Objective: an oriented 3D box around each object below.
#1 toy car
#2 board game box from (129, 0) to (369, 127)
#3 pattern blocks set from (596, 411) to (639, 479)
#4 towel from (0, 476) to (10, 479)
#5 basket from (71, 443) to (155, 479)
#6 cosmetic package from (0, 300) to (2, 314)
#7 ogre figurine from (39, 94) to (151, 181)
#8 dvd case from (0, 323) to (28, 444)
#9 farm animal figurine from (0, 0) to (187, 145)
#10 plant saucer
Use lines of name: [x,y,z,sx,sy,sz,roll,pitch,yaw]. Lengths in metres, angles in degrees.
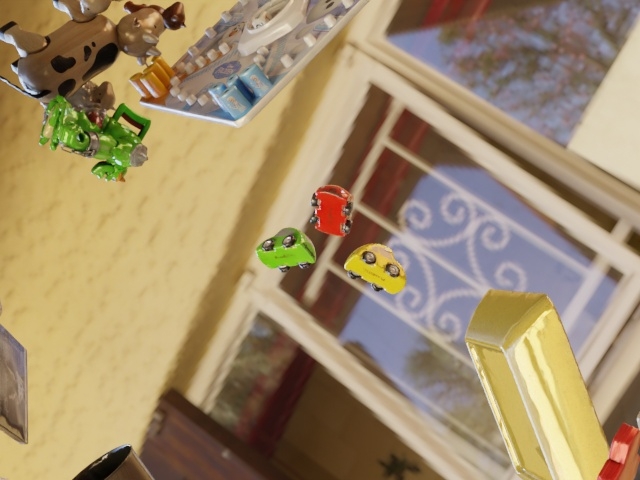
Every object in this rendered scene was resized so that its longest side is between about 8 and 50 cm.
toy car: [0.000,0.000,2.042,0.239,0.225,0.053,53,-136,-35]
board game box: [-0.074,-0.330,1.907,0.390,0.390,0.050,-47,-64,-13]
pattern blocks set: [0.388,0.158,1.413,0.325,0.026,0.285,-63,-29,-12]
towel: [-0.533,0.378,1.793,0.197,0.029,0.144,-41,-22,8]
basket: [-0.328,0.495,2.315,0.154,0.227,0.204,-44,12,-33]
cosmetic package: [-0.632,-0.013,1.667,0.329,0.394,0.327,-15,-9,-24]
ogre figurine: [-0.278,-0.131,1.641,0.197,0.118,0.097,-10,63,67]
dvd case: [-0.506,0.232,2.131,0.221,0.018,0.165,85,179,-72]
farm animal figurine: [-0.329,-0.322,1.945,0.327,0.172,0.330,-47,-33,-9]
plant saucer: [0.311,0.241,1.922,0.081,0.333,0.333,-21,2,-7]
